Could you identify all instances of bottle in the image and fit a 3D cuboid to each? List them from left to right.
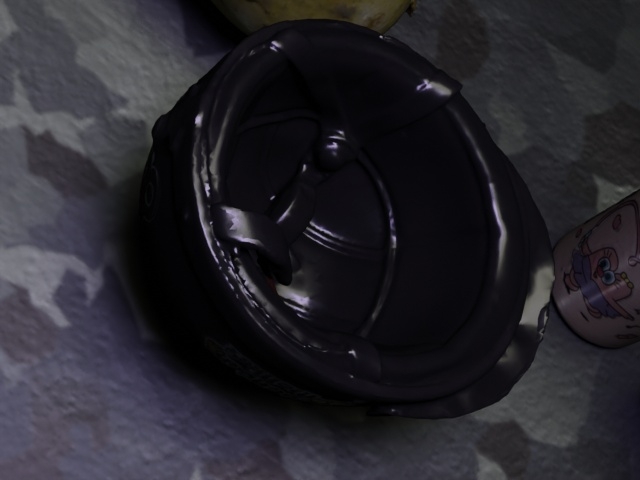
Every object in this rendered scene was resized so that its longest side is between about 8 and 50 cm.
[{"bbox_3d":[0.259,0.004,1.066,0.110,0.209,0.097,23,62,-18],"label":"bottle"}]

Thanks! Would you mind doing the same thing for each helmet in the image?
[{"bbox_3d":[0.000,0.000,0.966,0.279,0.160,0.230,34,58,-29],"label":"helmet"}]

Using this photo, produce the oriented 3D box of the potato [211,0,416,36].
[{"bbox_3d":[-0.046,-0.265,1.040,0.307,0.173,0.210,38,60,-12],"label":"potato"}]
